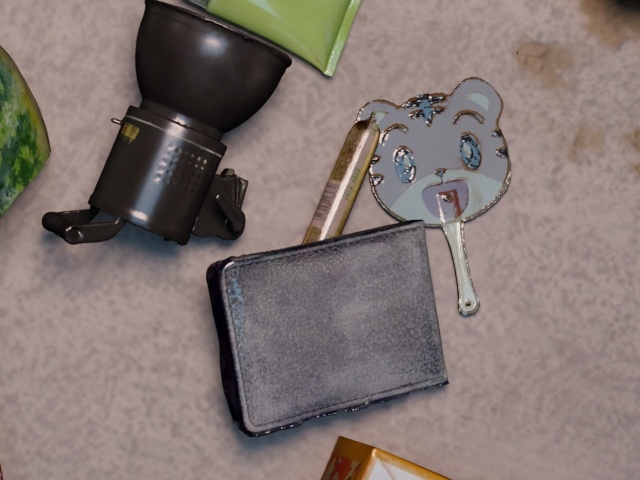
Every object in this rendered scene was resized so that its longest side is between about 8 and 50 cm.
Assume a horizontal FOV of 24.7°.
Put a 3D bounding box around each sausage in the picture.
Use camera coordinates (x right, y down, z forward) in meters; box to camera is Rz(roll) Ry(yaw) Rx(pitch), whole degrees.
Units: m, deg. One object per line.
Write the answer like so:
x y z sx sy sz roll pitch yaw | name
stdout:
0.000 0.000 1.380 0.033 0.033 0.269 23 84 -7 | sausage

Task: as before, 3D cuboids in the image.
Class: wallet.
0.008 0.077 1.351 0.222 0.036 0.167 -13 97 -21 | wallet

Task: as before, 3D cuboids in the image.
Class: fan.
0.124 -0.040 1.418 0.152 0.008 0.226 -12 87 -10 | fan

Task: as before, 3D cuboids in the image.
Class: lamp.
-0.128 -0.084 1.330 0.172 0.147 0.227 21 91 -30 | lamp

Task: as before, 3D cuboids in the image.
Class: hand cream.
-0.052 -0.232 1.390 0.175 0.046 0.095 22 81 -13 | hand cream

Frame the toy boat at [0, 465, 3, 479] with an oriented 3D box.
-0.370 0.133 1.290 0.136 0.079 0.392 -27 89 -12 | toy boat

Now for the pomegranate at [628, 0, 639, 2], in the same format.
0.350 -0.307 1.399 0.248 0.202 0.202 33 80 -34 | pomegranate

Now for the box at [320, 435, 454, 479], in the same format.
0.087 0.352 1.278 0.259 0.214 0.283 25 81 -3 | box

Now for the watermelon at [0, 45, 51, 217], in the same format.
-0.380 -0.135 1.263 0.305 0.224 0.180 38 106 -10 | watermelon
